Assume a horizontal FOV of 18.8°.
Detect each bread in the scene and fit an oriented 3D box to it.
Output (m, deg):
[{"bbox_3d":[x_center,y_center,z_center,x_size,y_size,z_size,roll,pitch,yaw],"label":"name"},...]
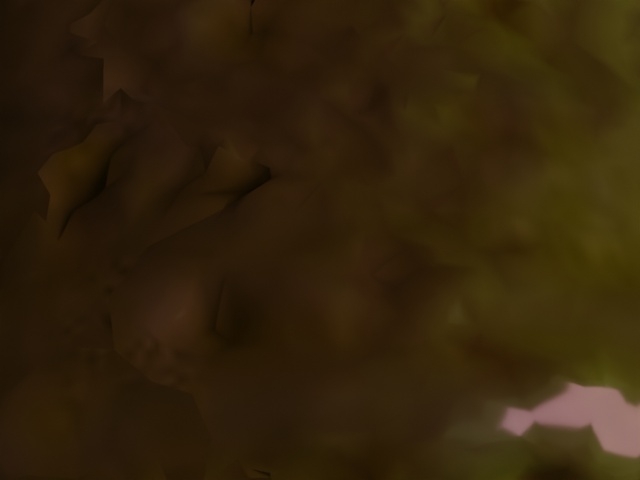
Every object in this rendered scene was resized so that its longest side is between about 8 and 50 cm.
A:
[{"bbox_3d":[0.000,0.000,0.556,0.348,0.348,0.308,24,56,-50],"label":"bread"}]
